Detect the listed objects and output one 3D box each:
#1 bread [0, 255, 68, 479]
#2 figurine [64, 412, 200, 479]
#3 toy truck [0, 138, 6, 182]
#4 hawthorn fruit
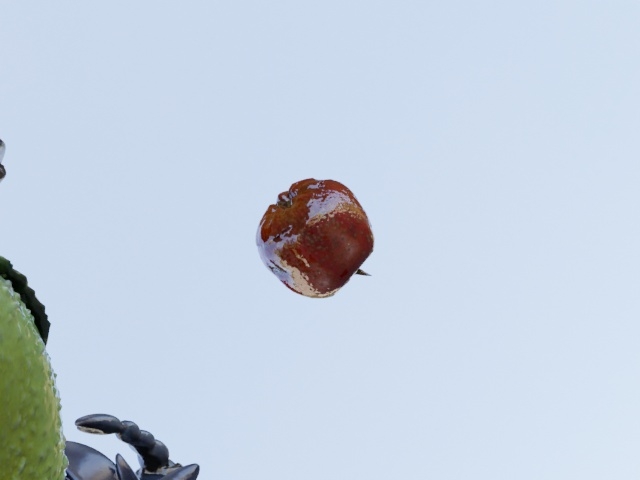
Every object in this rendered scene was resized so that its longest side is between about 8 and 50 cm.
[{"bbox_3d":[-0.197,0.135,0.710,0.301,0.045,0.301,-33,-49,-50],"label":"bread"},{"bbox_3d":[-0.180,0.277,1.604,0.197,0.175,0.265,-42,-35,-26],"label":"figurine"},{"bbox_3d":[-0.382,-0.094,1.462,0.165,0.224,0.147,-41,-3,12],"label":"toy truck"},{"bbox_3d":[0.000,0.000,1.286,0.093,0.093,0.093,-37,-27,-23],"label":"hawthorn fruit"}]
